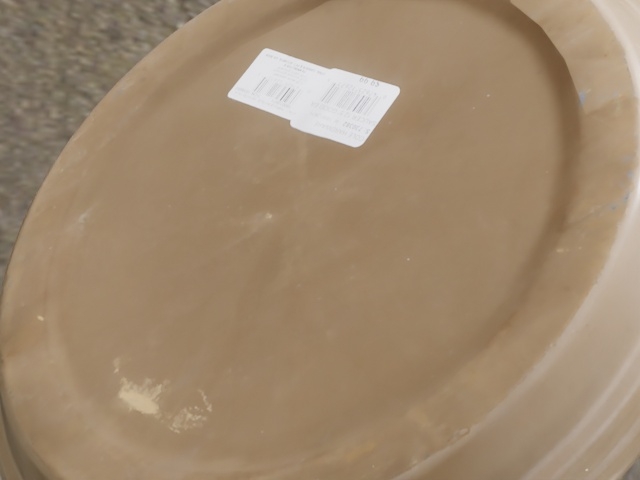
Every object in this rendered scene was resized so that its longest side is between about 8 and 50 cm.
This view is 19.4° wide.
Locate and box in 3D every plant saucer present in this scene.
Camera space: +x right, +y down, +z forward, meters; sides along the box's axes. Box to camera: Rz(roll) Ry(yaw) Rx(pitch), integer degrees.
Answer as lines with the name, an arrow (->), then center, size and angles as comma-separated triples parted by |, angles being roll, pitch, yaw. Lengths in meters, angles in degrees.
plant saucer -> 0.000, 0.000, 0.619 | 0.278, 0.041, 0.277 | -18, 48, 21
